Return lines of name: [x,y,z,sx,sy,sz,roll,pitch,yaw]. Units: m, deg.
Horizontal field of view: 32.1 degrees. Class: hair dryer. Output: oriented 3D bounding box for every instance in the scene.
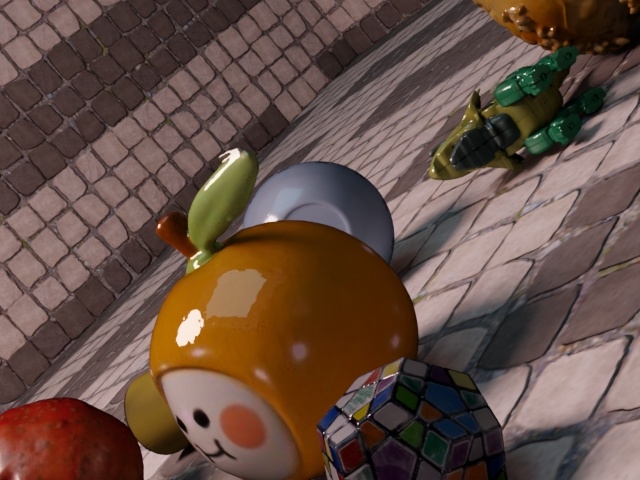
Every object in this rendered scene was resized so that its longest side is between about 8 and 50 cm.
hair dryer: [-0.091,0.116,1.219,0.135,0.090,0.279,-35,6,34]

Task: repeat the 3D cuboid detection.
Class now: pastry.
pastry: [0.324,-0.317,1.191,0.315,0.184,0.284,-37,-3,31]

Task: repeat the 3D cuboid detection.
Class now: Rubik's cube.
Rubik's cube: [0.051,0.122,0.625,0.093,0.111,0.111,-14,6,-11]

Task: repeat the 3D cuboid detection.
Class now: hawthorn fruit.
hawthorn fruit: [-0.246,0.246,1.021,0.179,0.179,0.200,-39,31,10]

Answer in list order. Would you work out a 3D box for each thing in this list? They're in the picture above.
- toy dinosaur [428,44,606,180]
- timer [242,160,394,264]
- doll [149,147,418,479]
toy dinosaur: [0.220,-0.141,1.142,0.259,0.094,0.153,-38,10,-37]
timer: [-0.001,0.016,1.191,0.175,0.175,0.255,-44,-17,-15]
doll: [-0.044,0.057,0.837,0.213,0.236,0.213,-35,8,6]
